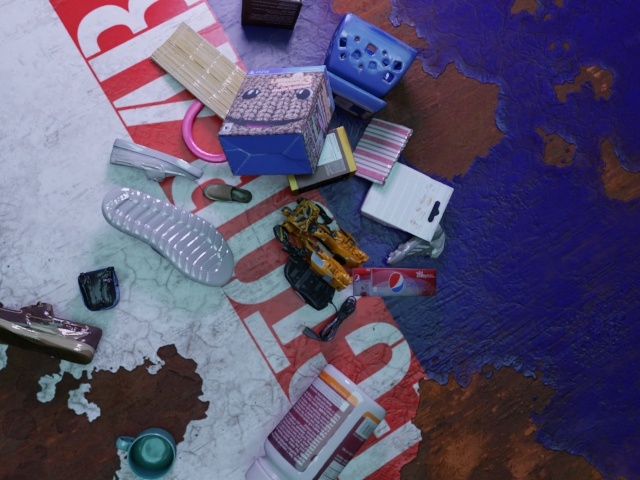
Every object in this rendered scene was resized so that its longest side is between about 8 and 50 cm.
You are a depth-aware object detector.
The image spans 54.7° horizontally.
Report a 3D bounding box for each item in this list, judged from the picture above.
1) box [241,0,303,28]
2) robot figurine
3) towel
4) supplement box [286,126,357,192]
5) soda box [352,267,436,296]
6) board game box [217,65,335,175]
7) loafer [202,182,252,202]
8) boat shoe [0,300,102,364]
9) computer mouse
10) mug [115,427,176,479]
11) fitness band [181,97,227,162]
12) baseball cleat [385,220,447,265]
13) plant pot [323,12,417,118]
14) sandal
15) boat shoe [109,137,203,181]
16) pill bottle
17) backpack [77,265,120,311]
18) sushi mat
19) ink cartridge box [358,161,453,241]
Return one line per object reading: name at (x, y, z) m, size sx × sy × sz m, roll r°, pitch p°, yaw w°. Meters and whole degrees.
box at (-0.141, -0.738, 1.797) m, size 0.167 × 0.203 × 0.169 m, roll 3°, pitch 88°, yaw -9°
robot figurine at (0.000, 0.000, 1.822) m, size 0.291 × 0.085 × 0.211 m, roll 44°, pitch 52°, yaw -10°
towel at (0.177, -0.274, 1.888) m, size 0.144 × 0.029 × 0.197 m, roll 25°, pitch 82°, yaw 28°
supplement box at (-0.009, -0.224, 1.792) m, size 0.194 × 0.191 × 0.129 m, roll -18°, pitch 90°, yaw -1°
soda box at (0.222, 0.124, 1.823) m, size 0.263 × 0.092 × 0.083 m, roll 3°, pitch 85°, yaw -37°
board game box at (-0.109, -0.321, 1.655) m, size 0.232 × 0.141 × 0.291 m, roll 0°, pitch 48°, yaw 16°
loafer at (-0.274, -0.142, 1.827) m, size 0.148 × 0.050 × 0.056 m, roll 5°, pitch 87°, yaw -9°
boat shoe at (-0.777, 0.233, 1.712) m, size 0.342 × 0.123 × 0.123 m, roll 18°, pitch 55°, yaw -3°
computer mouse at (-0.033, 0.180, 1.847) m, size 0.262 × 0.060 × 0.184 m, roll 40°, pitch 72°, yaw -16°
mug at (-0.479, 0.585, 1.740) m, size 0.129 × 0.097 × 0.158 m, roll -35°, pitch 93°, yaw -8°
fitness band at (-0.278, -0.360, 1.835) m, size 0.209 × 0.054 × 0.291 m, roll 40°, pitch 81°, yaw -5°
baseball cleat at (0.304, 0.032, 1.905) m, size 0.206 × 0.072 × 0.109 m, roll -39°, pitch 100°, yaw -5°
plant pot at (0.116, -0.495, 1.822) m, size 0.236 × 0.236 × 0.212 m, roll 26°, pitch 91°, yaw -8°
sandal at (-0.427, -0.016, 1.776) m, size 0.416 × 0.102 × 0.169 m, roll 37°, pitch 67°, yaw -16°
boat shoe at (-0.473, -0.211, 1.777) m, size 0.267 × 0.096 × 0.088 m, roll 19°, pitch 89°, yaw -7°
pill bottle at (-0.017, 0.569, 1.753) m, size 0.224 × 0.224 × 0.392 m, roll 42°, pitch 82°, yaw -5°
backpack at (-0.617, 0.141, 1.742) m, size 0.105 × 0.084 × 0.114 m, roll -13°, pitch 85°, yaw -9°
sushi mat at (-0.338, -0.494, 1.811) m, size 0.316 × 0.019 × 0.151 m, roll 41°, pitch 81°, yaw 7°
ink cartridge box at (0.261, -0.122, 1.897) m, size 0.232 × 0.066 × 0.189 m, roll 26°, pitch 83°, yaw -2°
